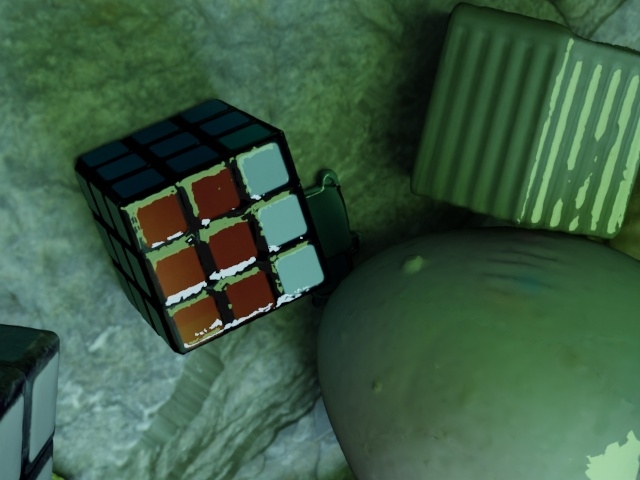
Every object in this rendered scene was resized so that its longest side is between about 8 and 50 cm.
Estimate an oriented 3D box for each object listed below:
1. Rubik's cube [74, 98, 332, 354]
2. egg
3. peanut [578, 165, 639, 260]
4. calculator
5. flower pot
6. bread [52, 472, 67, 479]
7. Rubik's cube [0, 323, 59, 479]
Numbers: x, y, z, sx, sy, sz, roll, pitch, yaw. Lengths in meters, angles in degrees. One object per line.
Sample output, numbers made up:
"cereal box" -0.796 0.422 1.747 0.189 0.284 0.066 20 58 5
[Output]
"Rubik's cube" -0.109 -0.018 1.151 0.161 0.162 0.163 -26 114 -16
"egg" 0.154 0.143 1.238 0.340 0.354 0.354 22 97 12
"peanut" 0.416 -0.051 1.411 0.313 0.149 0.149 -27 115 -16
"calculator" 0.000 0.000 1.291 0.094 0.019 0.141 -23 115 -17
"flower pot" 0.208 -0.117 1.244 0.239 0.209 0.189 10 100 -29
"bread" -0.272 0.285 1.192 0.111 0.129 0.114 -39 113 19
"Rubik's cube" -0.388 0.231 0.965 0.305 0.301 0.303 8 105 1
